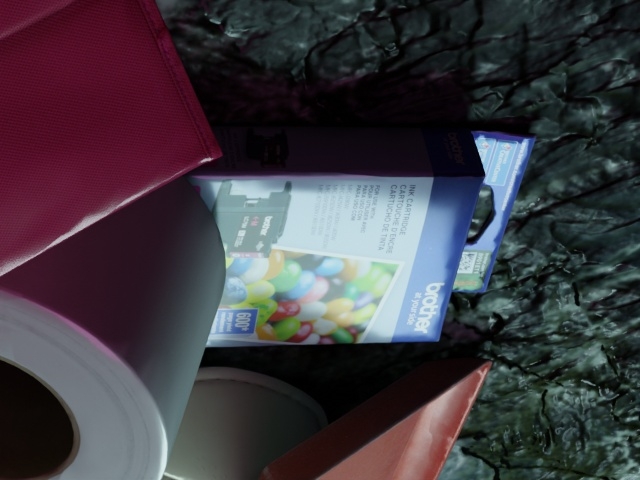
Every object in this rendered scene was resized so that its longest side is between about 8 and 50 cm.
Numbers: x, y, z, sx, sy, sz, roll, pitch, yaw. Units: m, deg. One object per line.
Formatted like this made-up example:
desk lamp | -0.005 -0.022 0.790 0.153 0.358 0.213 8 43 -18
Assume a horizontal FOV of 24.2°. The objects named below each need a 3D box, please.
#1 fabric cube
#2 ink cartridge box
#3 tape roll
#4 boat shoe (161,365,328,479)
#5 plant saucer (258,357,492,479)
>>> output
fabric cube | -0.243 -0.129 0.741 0.258 0.254 0.259 -30 136 -9
ink cartridge box | 0.000 0.000 1.115 0.311 0.065 0.186 -2 136 -13
tape roll | -0.198 0.055 0.994 0.246 0.169 0.246 7 134 7
boat shoe | -0.146 0.158 1.213 0.324 0.117 0.096 1 180 -34
plant saucer | 0.015 0.223 1.277 0.259 0.047 0.258 -29 150 -39
